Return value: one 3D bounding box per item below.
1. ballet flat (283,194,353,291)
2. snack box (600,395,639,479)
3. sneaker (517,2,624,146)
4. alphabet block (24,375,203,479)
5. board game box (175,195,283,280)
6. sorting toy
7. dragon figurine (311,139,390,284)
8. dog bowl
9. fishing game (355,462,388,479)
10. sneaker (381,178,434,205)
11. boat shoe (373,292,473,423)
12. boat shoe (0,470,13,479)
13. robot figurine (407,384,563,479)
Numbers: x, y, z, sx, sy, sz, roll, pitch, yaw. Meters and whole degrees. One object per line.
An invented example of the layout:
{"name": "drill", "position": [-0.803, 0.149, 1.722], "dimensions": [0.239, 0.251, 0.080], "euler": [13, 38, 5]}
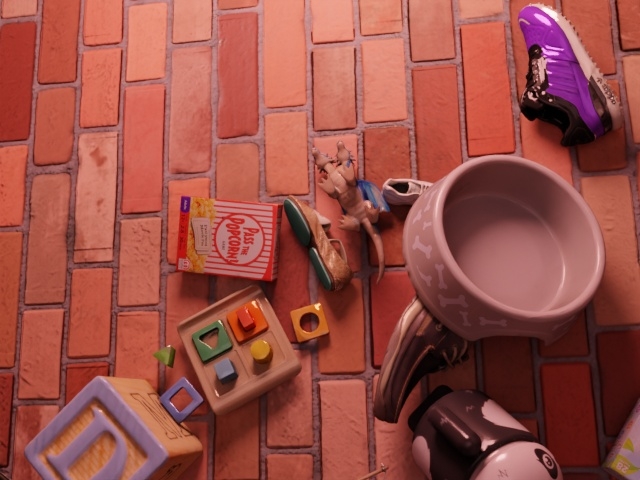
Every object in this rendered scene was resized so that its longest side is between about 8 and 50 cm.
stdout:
{"name": "ballet flat", "position": [0.000, 0.000, 1.394], "dimensions": [0.067, 0.073, 0.206], "euler": [-21, 77, -24]}
{"name": "snack box", "position": [0.594, 0.337, 1.208], "dimensions": [0.174, 0.070, 0.207], "euler": [31, 79, 13]}
{"name": "sneaker", "position": [0.424, -0.301, 1.364], "dimensions": [0.146, 0.102, 0.293], "euler": [-29, 75, 2]}
{"name": "alphabet block", "position": [-0.356, 0.369, 1.294], "dimensions": [0.192, 0.197, 0.193], "euler": [-44, 75, -1]}
{"name": "board game box", "position": [-0.174, -0.006, 1.407], "dimensions": [0.193, 0.045, 0.147], "euler": [5, 94, 10]}
{"name": "sorting toy", "position": [-0.153, 0.195, 1.360], "dimensions": [0.347, 0.047, 0.196], "euler": [-29, 69, -4]}
{"name": "dragon figurine", "position": [0.072, -0.067, 1.368], "dimensions": [0.085, 0.144, 0.289], "euler": [-33, 85, 14]}
{"name": "dog bowl", "position": [0.319, 0.008, 1.244], "dimensions": [0.348, 0.102, 0.349], "euler": [6, 63, -11]}
{"name": "fishing game", "position": [0.115, 0.530, 1.268], "dimensions": [0.189, 0.041, 0.264], "euler": [-27, 83, 3]}
{"name": "sneaker", "position": [0.188, -0.086, 1.377], "dimensions": [0.152, 0.061, 0.054], "euler": [6, 77, 9]}
{"name": "boat shoe", "position": [0.201, 0.155, 1.257], "dimensions": [0.130, 0.132, 0.356], "euler": [23, 70, 14]}
{"name": "boat shoe", "position": [-0.536, 0.510, 1.348], "dimensions": [0.254, 0.095, 0.079], "euler": [29, 95, 22]}
{"name": "robot figurine", "position": [0.260, 0.348, 1.180], "dimensions": [0.209, 0.278, 0.174], "euler": [1, 111, -27]}
